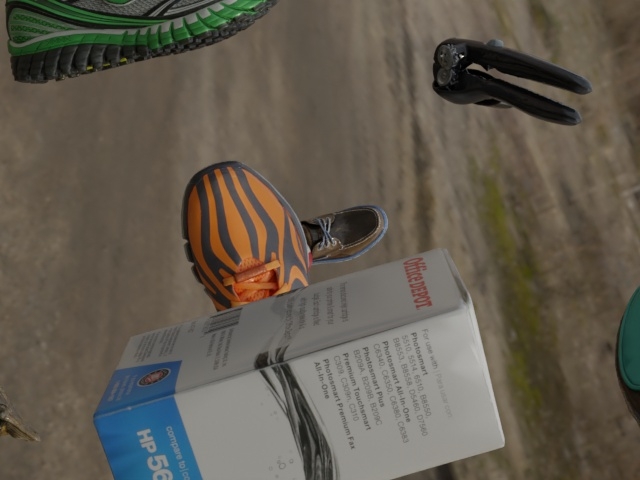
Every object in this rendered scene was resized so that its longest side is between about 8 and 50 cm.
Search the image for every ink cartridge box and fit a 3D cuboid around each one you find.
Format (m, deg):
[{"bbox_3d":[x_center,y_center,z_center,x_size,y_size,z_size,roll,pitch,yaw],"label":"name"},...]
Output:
[{"bbox_3d":[-0.009,0.083,0.741,0.148,0.203,0.086,-88,161,-78],"label":"ink cartridge box"}]

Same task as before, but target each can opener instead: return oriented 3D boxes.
[{"bbox_3d":[0.154,-0.133,1.078,0.186,0.073,0.059,23,-72,58],"label":"can opener"}]

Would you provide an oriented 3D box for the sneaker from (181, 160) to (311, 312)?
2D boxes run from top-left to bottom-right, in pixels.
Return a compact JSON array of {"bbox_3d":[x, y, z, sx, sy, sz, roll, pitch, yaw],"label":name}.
[{"bbox_3d":[-0.041,0.082,1.302,0.180,0.124,0.321,-129,-163,-71],"label":"sneaker"}]

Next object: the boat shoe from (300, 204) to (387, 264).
[{"bbox_3d":[0.000,0.000,1.755,0.066,0.183,0.066,21,49,-70],"label":"boat shoe"}]

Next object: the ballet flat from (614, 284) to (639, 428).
[{"bbox_3d":[0.345,0.165,1.255,0.106,0.107,0.316,58,27,-32],"label":"ballet flat"}]

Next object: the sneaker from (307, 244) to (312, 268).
[{"bbox_3d":[-0.044,0.100,1.593,0.128,0.087,0.221,54,38,-11],"label":"sneaker"}]

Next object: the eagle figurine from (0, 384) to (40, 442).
[{"bbox_3d":[-0.502,0.271,1.621,0.225,0.298,0.226,56,2,-39],"label":"eagle figurine"}]

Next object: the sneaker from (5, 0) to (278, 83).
[{"bbox_3d":[-0.202,-0.282,1.517,0.134,0.343,0.146,-86,164,-83],"label":"sneaker"}]
